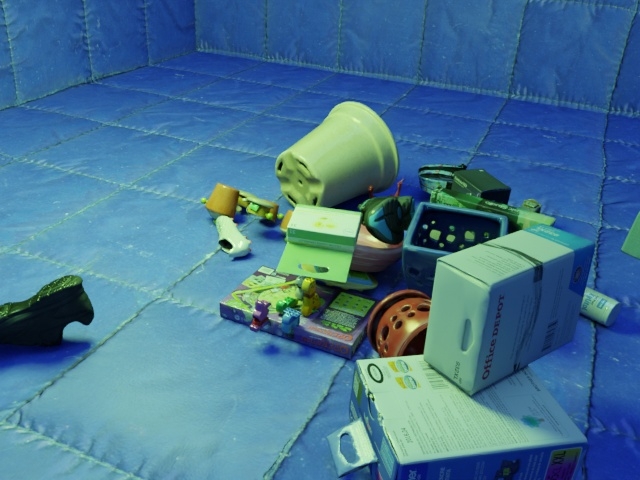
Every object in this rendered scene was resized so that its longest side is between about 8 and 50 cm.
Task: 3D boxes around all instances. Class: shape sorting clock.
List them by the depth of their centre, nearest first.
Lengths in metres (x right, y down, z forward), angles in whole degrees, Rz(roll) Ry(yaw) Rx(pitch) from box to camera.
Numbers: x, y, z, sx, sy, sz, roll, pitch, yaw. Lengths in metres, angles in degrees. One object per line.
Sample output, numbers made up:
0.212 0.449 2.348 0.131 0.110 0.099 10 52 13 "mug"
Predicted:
0.050 0.090 1.672 0.206 0.040 0.206 13 17 -4 "shape sorting clock"

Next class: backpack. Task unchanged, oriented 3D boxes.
0.420 -0.198 2.207 0.174 0.116 0.158 7 28 5 "backpack"

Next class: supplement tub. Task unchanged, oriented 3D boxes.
0.692 0.163 1.610 0.071 0.070 0.107 -20 35 -36 "supplement tub"

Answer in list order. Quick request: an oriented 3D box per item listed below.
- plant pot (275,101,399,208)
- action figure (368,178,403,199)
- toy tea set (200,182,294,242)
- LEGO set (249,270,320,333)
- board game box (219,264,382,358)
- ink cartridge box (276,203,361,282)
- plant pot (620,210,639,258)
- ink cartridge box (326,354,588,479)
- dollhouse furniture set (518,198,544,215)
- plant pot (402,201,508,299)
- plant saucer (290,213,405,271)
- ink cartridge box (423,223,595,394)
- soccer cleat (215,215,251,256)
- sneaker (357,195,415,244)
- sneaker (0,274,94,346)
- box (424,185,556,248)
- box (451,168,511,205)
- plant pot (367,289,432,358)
0.034 -0.243 2.087 0.334 0.333 0.305 27 48 37 "plant pot"
0.178 -0.119 2.020 0.092 0.139 0.280 19 29 24 "action figure"
-0.204 -0.070 1.943 0.336 0.124 0.200 23 4 38 "toy tea set"
-0.059 0.130 1.467 0.087 0.093 0.227 19 32 27 "LEGO set"
-0.044 0.165 1.549 0.347 0.056 0.208 15 26 21 "board game box"
0.000 0.000 1.537 0.171 0.056 0.235 9 33 7 "ink cartridge box"
1.099 -0.059 1.884 0.247 0.252 0.248 -17 34 -34 "plant pot"
0.216 0.336 1.141 0.396 0.151 0.270 -1 27 -13 "ink cartridge box"
0.622 -0.097 2.057 0.161 0.101 0.182 21 33 29 "dollhouse furniture set"
0.331 0.060 1.598 0.236 0.212 0.236 11 35 14 "plant pot"
0.074 0.005 1.756 0.332 0.084 0.332 13 15 -4 "plant saucer"
0.352 0.117 1.189 0.308 0.223 0.129 -16 31 -34 "ink cartridge box"
-0.269 -0.014 1.840 0.076 0.068 0.196 -16 37 -27 "soccer cleat"
0.162 -0.056 1.727 0.140 0.124 0.341 0 5 19 "sneaker"
-0.630 0.187 1.378 0.287 0.130 0.109 -23 22 -2 "sneaker"
0.438 0.006 1.704 0.322 0.232 0.058 18 32 25 "box"
0.469 -0.093 1.919 0.108 0.207 0.153 -7 30 -20 "box"
0.207 0.208 1.351 0.191 0.191 0.174 -6 23 -17 "plant pot"
